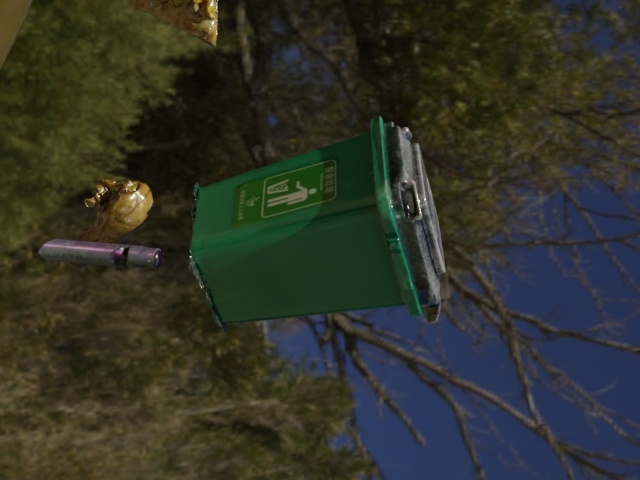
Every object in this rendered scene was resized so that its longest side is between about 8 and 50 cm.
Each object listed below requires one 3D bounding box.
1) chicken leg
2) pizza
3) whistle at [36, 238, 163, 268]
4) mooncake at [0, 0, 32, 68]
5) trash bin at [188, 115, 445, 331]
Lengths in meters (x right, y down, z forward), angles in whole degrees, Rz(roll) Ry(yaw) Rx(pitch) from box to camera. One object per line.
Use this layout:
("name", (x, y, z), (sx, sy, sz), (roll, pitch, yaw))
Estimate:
("chicken leg", (-0.370, -0.031, 1.790), (0.207, 0.101, 0.085), (-41, -165, 28))
("pizza", (-0.213, -0.364, 1.603), (0.185, 0.036, 0.176), (-22, -99, 28))
("whistle", (-0.302, 0.018, 1.453), (0.033, 0.177, 0.033), (4, 90, -79))
("mooncake", (-0.380, -0.274, 0.867), (0.201, 0.378, 0.378), (22, -59, 5))
("trash bin", (0.000, 0.000, 1.716), (0.259, 0.381, 0.295), (-89, 164, -50))
